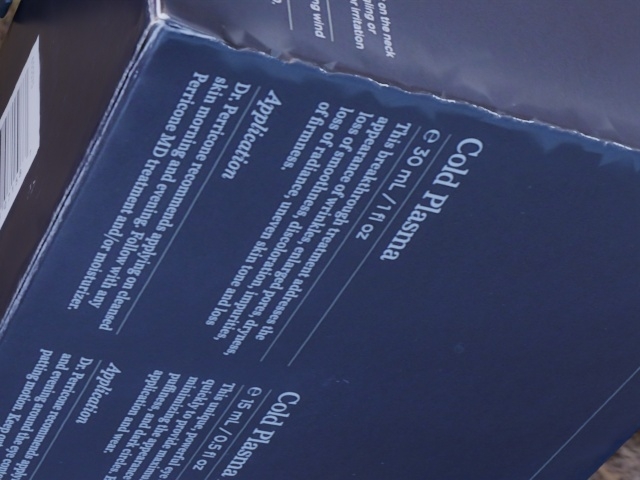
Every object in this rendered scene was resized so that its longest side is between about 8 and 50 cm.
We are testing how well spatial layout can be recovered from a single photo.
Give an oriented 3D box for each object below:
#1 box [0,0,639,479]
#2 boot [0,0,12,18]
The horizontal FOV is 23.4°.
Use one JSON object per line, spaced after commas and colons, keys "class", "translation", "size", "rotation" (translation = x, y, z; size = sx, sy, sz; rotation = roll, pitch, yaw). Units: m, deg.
{"class": "box", "translation": [0.000, 0.000, 0.726], "size": [0.312, 0.343, 0.179], "rotation": [13, 45, -24]}
{"class": "boot", "translation": [-0.195, -0.165, 0.655], "size": [0.178, 0.236, 0.085], "rotation": [36, 104, -15]}
